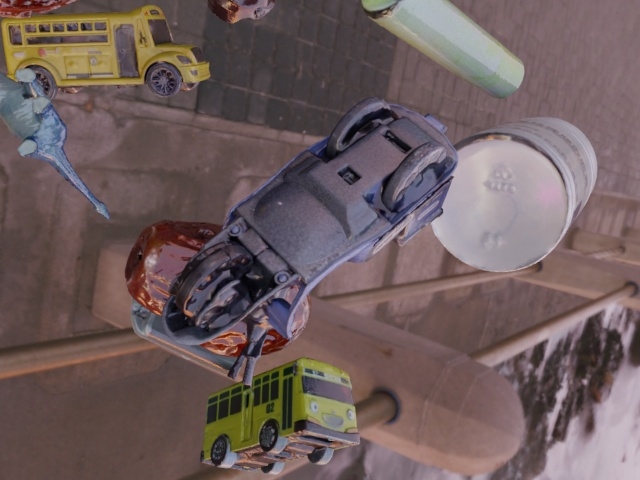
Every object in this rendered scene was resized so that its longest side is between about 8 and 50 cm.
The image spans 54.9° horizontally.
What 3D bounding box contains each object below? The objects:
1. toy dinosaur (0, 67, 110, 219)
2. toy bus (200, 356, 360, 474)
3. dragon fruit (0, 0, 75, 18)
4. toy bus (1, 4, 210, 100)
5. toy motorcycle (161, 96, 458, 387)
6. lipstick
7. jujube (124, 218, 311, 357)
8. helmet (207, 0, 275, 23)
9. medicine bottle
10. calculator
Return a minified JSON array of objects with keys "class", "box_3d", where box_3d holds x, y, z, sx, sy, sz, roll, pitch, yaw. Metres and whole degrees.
[{"class":"toy dinosaur","box_3d":[-0.380,-0.165,0.798,0.076,0.144,0.329,-40,97,-14]},{"class":"toy bus","box_3d":[-0.069,0.287,1.000,0.128,0.262,0.150,27,49,-36]},{"class":"dragon fruit","box_3d":[-0.255,-0.279,0.550,0.161,0.120,0.127,-51,168,10]},{"class":"toy bus","box_3d":[-0.367,-0.327,1.075,0.145,0.331,0.151,-78,166,-71]},{"class":"toy motorcycle","box_3d":[0.000,0.000,0.626,0.358,0.125,0.212,-37,157,-22]},{"class":"lipstick","box_3d":[0.176,-0.276,0.840,0.304,0.076,0.076,15,91,-43]},{"class":"jujube","box_3d":[-0.151,0.075,0.951,0.290,0.197,0.197,26,81,-28]},{"class":"helmet","box_3d":[-0.138,-0.437,1.069,0.123,0.098,0.070,-24,158,-15]},{"class":"medicine bottle","box_3d":[0.303,-0.086,0.933,0.332,0.190,0.190,-27,124,-57]},{"class":"calculator","box_3d":[-0.219,0.145,1.108,0.246,0.045,0.141,29,51,-21]}]
